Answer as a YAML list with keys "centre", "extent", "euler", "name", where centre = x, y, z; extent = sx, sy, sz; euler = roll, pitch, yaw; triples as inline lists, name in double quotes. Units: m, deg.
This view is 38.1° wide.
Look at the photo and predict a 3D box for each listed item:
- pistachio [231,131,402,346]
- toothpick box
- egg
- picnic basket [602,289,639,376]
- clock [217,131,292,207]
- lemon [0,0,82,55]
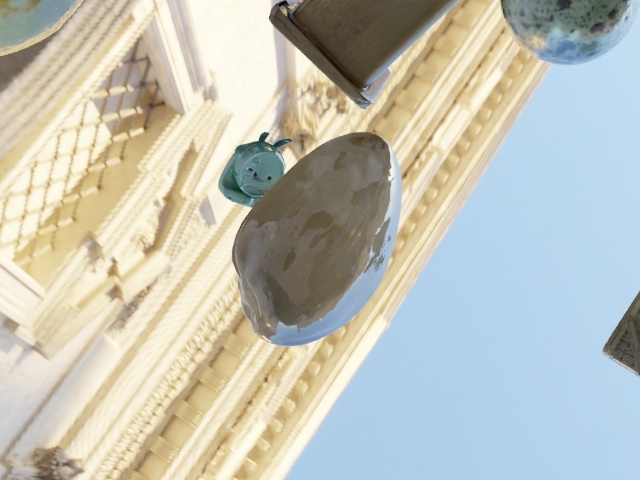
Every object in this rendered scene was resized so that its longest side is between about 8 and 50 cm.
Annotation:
- centre: [0.000, 0.000, 0.868]
  extent: [0.144, 0.144, 0.215]
  euler: [32, -105, 9]
  name: "pistachio"
- centre: [0.114, -0.362, 1.269]
  extent: [0.190, 0.187, 0.308]
  euler: [45, -64, -7]
  name: "toothpick box"
- centre: [0.245, -0.245, 0.924]
  extent: [0.132, 0.172, 0.132]
  euler: [-1, -65, -2]
  name: "egg"
- centre: [0.390, 0.088, 1.012]
  extent: [0.079, 0.115, 0.164]
  euler: [33, -87, 31]
  name: "picnic basket"
- centre: [-0.103, -0.120, 1.532]
  extent: [0.101, 0.041, 0.135]
  euler: [16, -70, -34]
  name: "clock"
- centre: [-0.354, -0.323, 0.969]
  extent: [0.254, 0.253, 0.310]
  euler: [24, -100, 7]
  name: "lemon"
